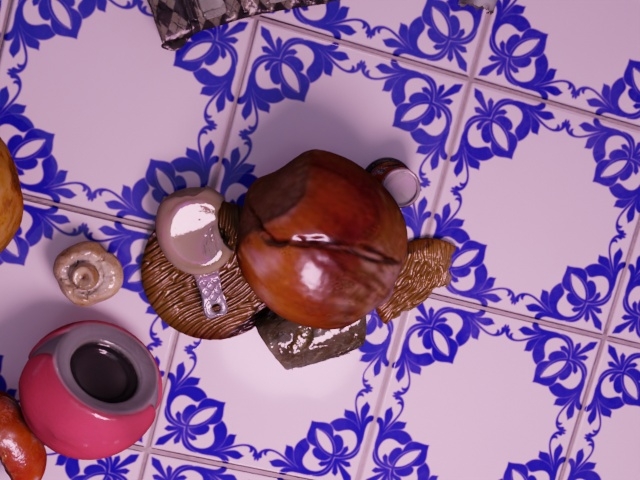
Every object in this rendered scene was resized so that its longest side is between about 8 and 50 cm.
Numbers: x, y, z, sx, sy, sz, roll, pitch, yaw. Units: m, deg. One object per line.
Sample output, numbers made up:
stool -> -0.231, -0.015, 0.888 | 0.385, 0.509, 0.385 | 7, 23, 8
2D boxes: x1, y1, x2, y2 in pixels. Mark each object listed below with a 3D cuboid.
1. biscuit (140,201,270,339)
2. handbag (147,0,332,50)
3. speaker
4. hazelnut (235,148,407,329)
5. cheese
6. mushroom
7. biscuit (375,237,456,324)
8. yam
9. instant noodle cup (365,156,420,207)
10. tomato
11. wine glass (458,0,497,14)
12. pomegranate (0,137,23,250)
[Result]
biscuit -> -0.238, 0.067, 1.899 | 0.318, 0.040, 0.317 | -1, 97, -8
handbag -> -0.182, -0.584, 1.754 | 0.416, 0.180, 0.316 | -15, 112, -7
speaker -> -0.479, 0.314, 1.775 | 0.294, 0.294, 0.294 | -1, 98, -8
hazelnut -> 0.000, 0.000, 1.759 | 0.372, 0.315, 0.372 | 0, 86, -5
cheese -> -0.253, 0.029, 1.833 | 0.163, 0.082, 0.286 | -17, 103, -5
mushroom -> -0.495, 0.071, 1.826 | 0.148, 0.112, 0.148 | 0, 94, 0
biscuit -> 0.213, 0.096, 1.972 | 0.176, 0.031, 0.228 | 19, 94, -9
yam -> -0.004, 0.197, 1.898 | 0.254, 0.154, 0.154 | -22, 101, -5
instant noodle cup -> 0.160, -0.120, 1.879 | 0.127, 0.136, 0.127 | -1, 97, -9
tomato -> -0.648, 0.416, 1.809 | 0.095, 0.237, 0.236 | -28, 102, -23
wine glass -> 0.363, -0.610, 1.858 | 0.103, 0.103, 0.222 | 14, 96, -10
pomegranate -> -0.783, -0.085, 1.620 | 0.410, 0.410, 0.410 | -1, 98, -8
